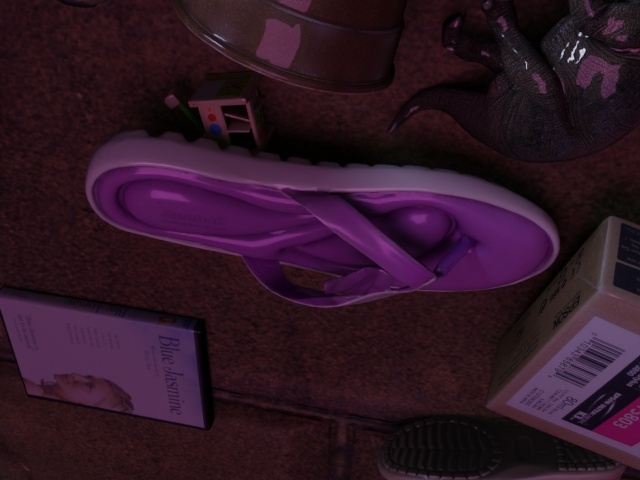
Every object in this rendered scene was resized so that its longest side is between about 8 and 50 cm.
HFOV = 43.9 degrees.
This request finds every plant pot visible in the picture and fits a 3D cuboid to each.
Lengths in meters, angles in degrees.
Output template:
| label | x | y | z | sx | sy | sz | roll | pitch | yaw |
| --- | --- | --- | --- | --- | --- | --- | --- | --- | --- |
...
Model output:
| label | x | y | z | sx | sy | sz | roll | pitch | yaw |
| --- | --- | --- | --- | --- | --- | --- | --- | --- | --- |
| plant pot | 0.003 | -0.212 | 0.531 | 0.166 | 0.167 | 0.165 | 22 | 122 | -2 |

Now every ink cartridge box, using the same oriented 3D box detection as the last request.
| label | x | y | z | sx | sy | sz | roll | pitch | yaw |
| --- | --- | --- | --- | --- | --- | --- | --- | --- | --- |
| ink cartridge box | 0.283 | 0.106 | 0.707 | 0.193 | 0.088 | 0.235 | 23 | 143 | 2 |

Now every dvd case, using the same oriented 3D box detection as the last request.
| label | x | y | z | sx | sy | sz | roll | pitch | yaw |
| --- | --- | --- | --- | --- | --- | --- | --- | --- | --- |
| dvd case | -0.256 | 0.147 | 0.962 | 0.252 | 0.022 | 0.181 | 8 | 129 | 9 |

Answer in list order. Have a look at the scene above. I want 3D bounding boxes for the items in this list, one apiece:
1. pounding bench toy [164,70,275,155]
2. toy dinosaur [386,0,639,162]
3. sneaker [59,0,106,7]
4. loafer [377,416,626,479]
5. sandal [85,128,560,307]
| label | x | y | z | sx | sy | sz | roll | pitch | yaw |
| --- | --- | --- | --- | --- | --- | --- | --- | --- | --- |
| pounding bench toy | -0.090 | -0.106 | 0.698 | 0.083 | 0.052 | 0.065 | 0 | 128 | 15 |
| toy dinosaur | 0.181 | -0.119 | 0.572 | 0.313 | 0.121 | 0.160 | -28 | 103 | 27 |
| sneaker | -0.180 | -0.323 | 0.467 | 0.157 | 0.182 | 0.411 | 13 | 130 | 5 |
| loafer | 0.197 | 0.259 | 0.876 | 0.268 | 0.102 | 0.092 | -3 | 121 | 16 |
| sandal | -0.001 | 0.008 | 0.698 | 0.415 | 0.102 | 0.169 | 9 | 148 | -1 |
